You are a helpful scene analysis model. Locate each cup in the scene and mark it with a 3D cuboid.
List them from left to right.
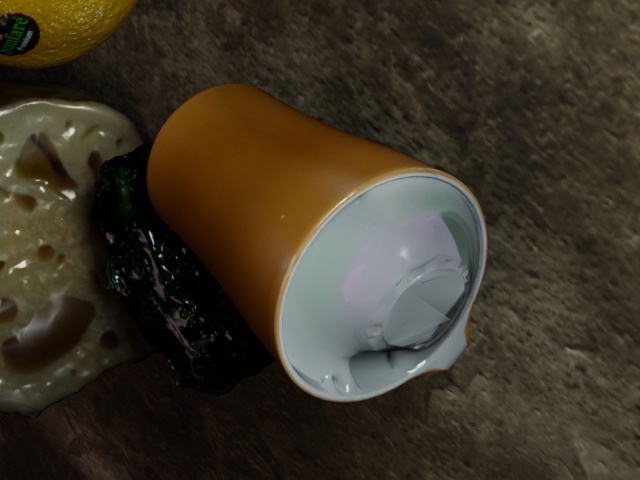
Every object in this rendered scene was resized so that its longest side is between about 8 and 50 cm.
[{"bbox_3d":[0.000,0.000,1.283,0.264,0.182,0.226,38,176,46],"label":"cup"}]

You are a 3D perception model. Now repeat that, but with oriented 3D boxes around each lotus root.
[{"bbox_3d":[-0.319,-0.010,1.629,0.250,0.316,0.316,30,139,54],"label":"lotus root"}]

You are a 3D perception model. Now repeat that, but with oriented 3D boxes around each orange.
[{"bbox_3d":[-0.236,-0.248,1.350,0.236,0.236,0.236,37,143,35],"label":"orange"}]

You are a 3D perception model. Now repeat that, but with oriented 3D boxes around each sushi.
[{"bbox_3d":[-0.109,0.020,1.478,0.124,0.127,0.225,-23,94,61],"label":"sushi"}]
